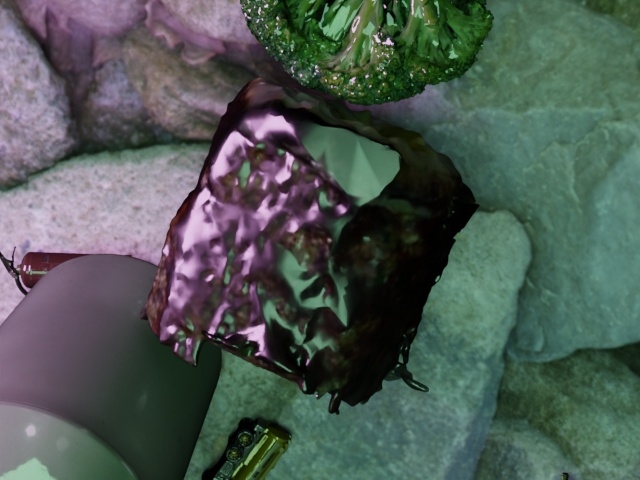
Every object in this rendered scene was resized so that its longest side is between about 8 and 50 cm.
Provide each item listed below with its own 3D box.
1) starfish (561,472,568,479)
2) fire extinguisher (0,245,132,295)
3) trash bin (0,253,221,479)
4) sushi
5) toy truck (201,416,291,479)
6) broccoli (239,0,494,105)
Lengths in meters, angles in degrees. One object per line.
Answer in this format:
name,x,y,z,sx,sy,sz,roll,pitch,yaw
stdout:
starfish,0.301,0.316,1.823,0.133,0.041,0.130,-31,102,-16
fire extinguisher,-0.294,0.042,1.840,0.157,0.045,0.078,2,123,5
trash bin,-0.266,0.212,1.646,0.280,0.432,0.280,4,116,8
sushi,-0.002,0.001,1.676,0.281,0.299,0.294,27,101,30
toy truck,-0.089,0.262,1.851,0.063,0.052,0.123,34,101,-7
broccoli,0.050,-0.263,1.640,0.261,0.269,0.242,-9,134,-19
